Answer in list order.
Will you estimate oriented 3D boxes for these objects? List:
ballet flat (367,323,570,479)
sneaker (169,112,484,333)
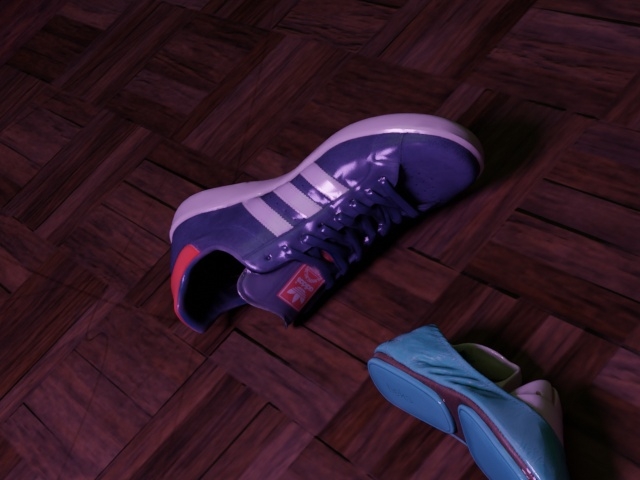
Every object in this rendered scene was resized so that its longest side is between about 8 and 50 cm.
[{"bbox_3d":[0.132,0.127,0.971,0.087,0.083,0.247,-33,35,-16],"label":"ballet flat"},{"bbox_3d":[0.000,0.000,1.203,0.350,0.131,0.148,-22,45,31],"label":"sneaker"}]
